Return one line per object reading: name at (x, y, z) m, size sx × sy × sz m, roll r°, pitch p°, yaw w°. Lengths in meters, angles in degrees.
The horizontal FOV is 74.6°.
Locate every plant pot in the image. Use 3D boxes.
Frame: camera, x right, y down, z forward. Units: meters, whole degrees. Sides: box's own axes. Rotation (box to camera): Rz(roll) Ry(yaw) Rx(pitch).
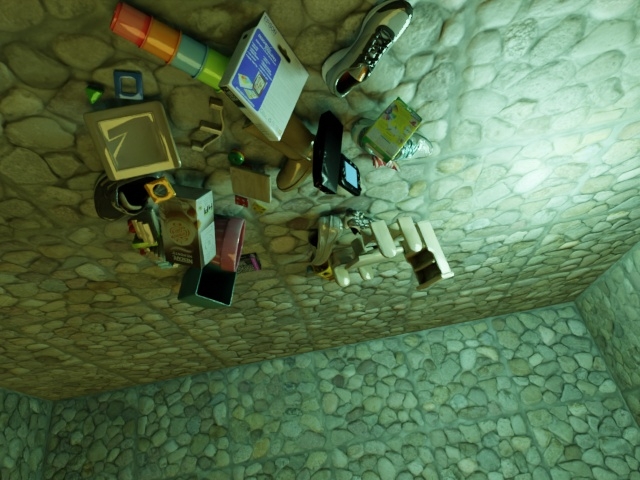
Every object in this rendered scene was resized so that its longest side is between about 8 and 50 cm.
plant pot at (-0.509, 0.204, 1.827) m, size 0.166 × 0.165 × 0.234 m, roll 27°, pitch 146°, yaw -36°
plant pot at (-0.381, 0.003, 1.537) m, size 0.181 × 0.201 × 0.201 m, roll 10°, pitch 146°, yaw -4°

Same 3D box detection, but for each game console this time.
game console at (0.063, -0.234, 1.290) m, size 0.044 × 0.212 × 0.361 m, roll 3°, pitch 174°, yaw 23°

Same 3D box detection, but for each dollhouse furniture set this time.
dollhouse furniture set at (0.298, 0.089, 1.704) m, size 0.395 × 0.256 × 0.362 m, roll -11°, pitch 162°, yaw -31°

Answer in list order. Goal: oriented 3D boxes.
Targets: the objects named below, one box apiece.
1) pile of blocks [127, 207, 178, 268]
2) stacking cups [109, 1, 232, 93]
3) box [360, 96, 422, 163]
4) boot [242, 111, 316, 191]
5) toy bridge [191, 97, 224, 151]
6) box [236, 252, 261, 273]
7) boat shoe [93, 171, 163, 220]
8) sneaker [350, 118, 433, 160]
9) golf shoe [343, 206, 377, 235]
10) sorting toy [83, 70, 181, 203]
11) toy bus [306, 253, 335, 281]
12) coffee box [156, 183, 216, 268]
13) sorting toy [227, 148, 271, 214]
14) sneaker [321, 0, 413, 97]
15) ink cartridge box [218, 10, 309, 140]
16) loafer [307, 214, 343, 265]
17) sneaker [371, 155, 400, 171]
pile of blocks at (-0.617, 0.028, 1.524) m, size 0.113 × 0.148 × 0.362 m, roll -8°, pitch 150°, yaw -5°
stacking cups at (-0.296, -0.423, 0.946) m, size 0.317 × 0.095 × 0.096 m, roll 21°, pitch 137°, yaw -38°
box at (0.205, -0.317, 1.192) m, size 0.105 × 0.179 × 0.043 m, roll 41°, pitch 162°, yaw -7°
boot at (-0.125, -0.278, 1.246) m, size 0.236 × 0.089 × 0.270 m, roll -39°, pitch 140°, yaw 22°
toy bridge at (-0.306, -0.314, 1.176) m, size 0.063 × 0.026 × 0.188 m, roll 8°, pitch 145°, yaw -31°
box at (-0.350, 0.105, 1.852) m, size 0.162 × 0.029 × 0.116 m, roll -11°, pitch 149°, yaw -3°
boat shoe at (-0.586, -0.148, 1.261) m, size 0.133 × 0.130 × 0.355 m, roll 19°, pitch 138°, yaw -39°
sneaker at (0.232, -0.280, 1.286) m, size 0.283 × 0.122 × 0.110 m, roll 4°, pitch 128°, yaw -25°
golf shoe at (0.165, -0.057, 1.669) m, size 0.198 × 0.093 × 0.077 m, roll 23°, pitch 180°, yaw -34°
sorting toy at (-0.483, -0.259, 1.096) m, size 0.196 × 0.047 × 0.347 m, roll -12°, pitch 121°, yaw -7°
toy bus at (0.049, 0.139, 1.959) m, size 0.203 × 0.104 × 0.190 m, roll -2°, pitch 148°, yaw -13°
coffee box at (-0.430, -0.046, 1.369) m, size 0.141 × 0.098 × 0.246 m, roll 10°, pitch 119°, yaw 13°
sorting toy at (-0.217, -0.187, 1.356) m, size 0.133 × 0.046 × 0.274 m, roll 17°, pitch 148°, yaw 4°
sneaker at (0.116, -0.450, 1.010) m, size 0.100 × 0.107 × 0.272 m, roll 19°, pitch 137°, yaw -37°
ink cartridge box at (-0.126, -0.382, 0.999) m, size 0.045 × 0.208 × 0.206 m, roll 12°, pitch 163°, yaw 35°
loafer at (0.000, 0.000, 1.725) m, size 0.112 × 0.111 × 0.319 m, roll 11°, pitch 143°, yaw -11°
sneaker at (0.219, -0.259, 1.417) m, size 0.067 × 0.042 × 0.118 m, roll -32°, pitch 136°, yaw 24°
